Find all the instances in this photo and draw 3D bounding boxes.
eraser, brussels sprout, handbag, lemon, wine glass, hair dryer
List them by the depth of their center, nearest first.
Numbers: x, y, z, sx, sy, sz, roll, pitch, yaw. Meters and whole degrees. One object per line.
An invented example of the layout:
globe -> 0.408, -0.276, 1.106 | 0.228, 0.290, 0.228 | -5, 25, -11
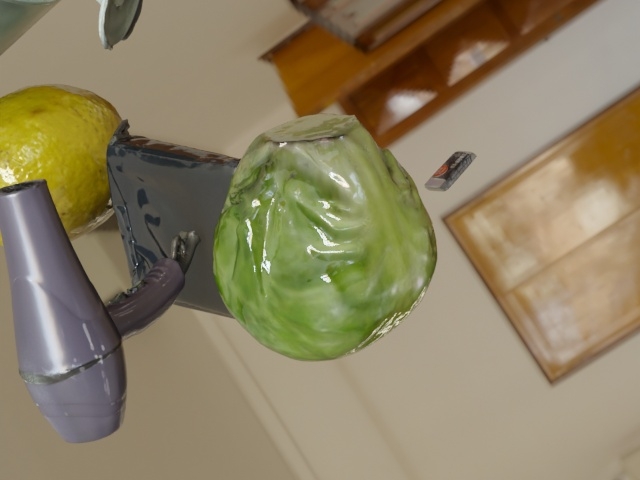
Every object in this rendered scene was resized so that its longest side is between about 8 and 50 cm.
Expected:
brussels sprout -> 0.000, 0.000, 1.219 | 0.244, 0.244, 0.244 | 52, -168, -16
wine glass -> -0.332, -0.315, 1.425 | 0.232, 0.156, 0.156 | 19, -171, 7
hair dryer -> -0.252, 0.043, 1.472 | 0.361, 0.121, 0.301 | -39, -62, -61
eraser -> 0.164, -0.089, 1.524 | 0.099, 0.027, 0.019 | -46, -51, -39
handbag -> -0.149, -0.038, 1.723 | 0.178, 0.301, 0.275 | -26, -62, -45
lemon -> -0.424, -0.113, 1.853 | 0.260, 0.284, 0.261 | 48, 156, 30

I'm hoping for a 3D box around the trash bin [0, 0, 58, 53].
trash bin -> -0.538, -0.405, 1.805 | 0.280, 0.432, 0.281 | 21, -124, -34
